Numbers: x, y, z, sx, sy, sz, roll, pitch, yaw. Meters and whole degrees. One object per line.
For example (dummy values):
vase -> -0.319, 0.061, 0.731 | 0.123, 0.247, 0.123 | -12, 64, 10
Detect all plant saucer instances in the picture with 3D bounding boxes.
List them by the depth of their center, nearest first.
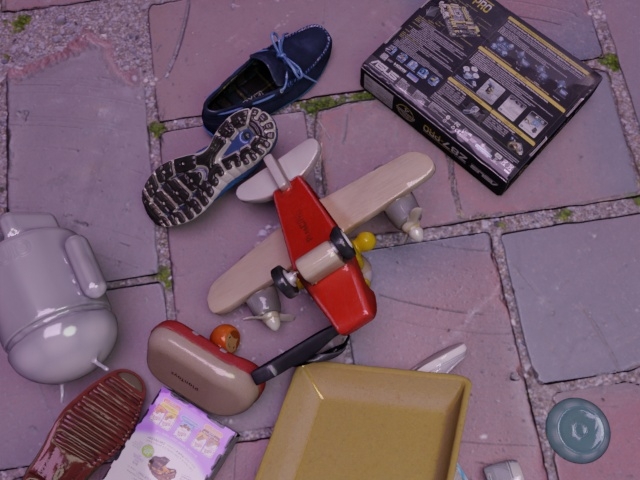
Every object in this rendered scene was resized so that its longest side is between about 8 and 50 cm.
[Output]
plant saucer -> 0.073, 0.375, 1.202 | 0.333, 0.081, 0.332 | 2, 47, 24
plant saucer -> 0.478, 0.350, 1.306 | 0.119, 0.021, 0.119 | 0, 72, 2

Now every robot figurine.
robot figurine -> -0.507, 0.117, 1.319 | 0.300, 0.200, 0.353 | -40, 71, 30

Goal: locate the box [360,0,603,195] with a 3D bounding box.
box -> 0.330, -0.335, 1.488 | 0.395, 0.097, 0.318 | 40, 80, 13

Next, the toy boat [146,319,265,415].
toy boat -> -0.201, 0.217, 1.326 | 0.231, 0.151, 0.151 | 30, 47, 10

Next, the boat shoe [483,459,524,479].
boat shoe -> 0.332, 0.505, 1.240 | 0.081, 0.079, 0.227 | -10, 67, 8

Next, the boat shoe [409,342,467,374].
boat shoe -> 0.205, 0.261, 1.324 | 0.184, 0.066, 0.063 | -33, 89, -11

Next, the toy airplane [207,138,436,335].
toy airplane -> 0.000, 0.000, 1.333 | 0.386, 0.272, 0.384 | 2, 58, 39

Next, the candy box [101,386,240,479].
candy box -> -0.270, 0.395, 1.291 | 0.165, 0.070, 0.196 | 30, 75, 10

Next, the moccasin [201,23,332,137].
moccasin -> -0.103, -0.339, 1.491 | 0.138, 0.117, 0.342 | 41, 78, 13

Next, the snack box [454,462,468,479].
snack box -> 0.098, 0.465, 1.262 | 0.322, 0.060, 0.187 | -29, 72, -7

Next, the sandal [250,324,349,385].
sandal -> -0.017, 0.208, 1.299 | 0.254, 0.097, 0.054 | -26, 85, -35

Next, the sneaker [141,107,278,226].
sneaker -> -0.212, -0.136, 1.434 | 0.330, 0.147, 0.129 | -33, 86, 11

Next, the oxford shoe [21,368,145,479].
oxford shoe -> -0.451, 0.382, 1.280 | 0.123, 0.130, 0.348 | 42, 57, -8
